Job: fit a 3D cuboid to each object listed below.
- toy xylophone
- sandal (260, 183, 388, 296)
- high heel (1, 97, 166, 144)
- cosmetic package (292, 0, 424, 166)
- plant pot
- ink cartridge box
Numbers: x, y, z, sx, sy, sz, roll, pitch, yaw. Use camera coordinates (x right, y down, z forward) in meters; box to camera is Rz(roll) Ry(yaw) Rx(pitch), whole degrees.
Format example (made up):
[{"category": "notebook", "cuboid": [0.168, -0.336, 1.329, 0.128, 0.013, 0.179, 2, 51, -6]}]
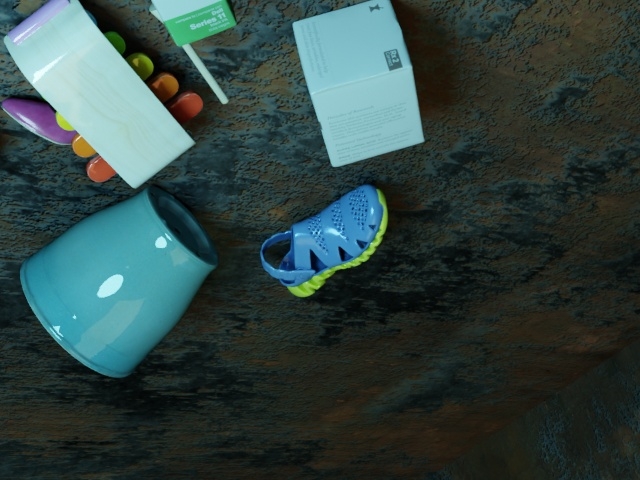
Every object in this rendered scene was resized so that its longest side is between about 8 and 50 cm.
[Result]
[{"category": "toy xylophone", "cuboid": [-0.273, -0.212, 1.335, 0.236, 0.081, 0.322, -31, 134, -4]}, {"category": "sandal", "cuboid": [0.000, 0.000, 1.788, 0.138, 0.126, 0.317, 20, 133, -36]}, {"category": "high heel", "cuboid": [-0.346, -0.193, 1.421, 0.244, 0.082, 0.117, 22, 105, -26]}, {"category": "cosmetic package", "cuboid": [0.059, -0.236, 1.419, 0.152, 0.151, 0.183, -16, 146, 3]}, {"category": "plant pot", "cuboid": [-0.325, 0.051, 1.629, 0.255, 0.271, 0.272, -40, 142, 10]}, {"category": "ink cartridge box", "cuboid": [-0.182, -0.364, 1.130, 0.087, 0.153, 0.208, -18, 148, 5]}]
